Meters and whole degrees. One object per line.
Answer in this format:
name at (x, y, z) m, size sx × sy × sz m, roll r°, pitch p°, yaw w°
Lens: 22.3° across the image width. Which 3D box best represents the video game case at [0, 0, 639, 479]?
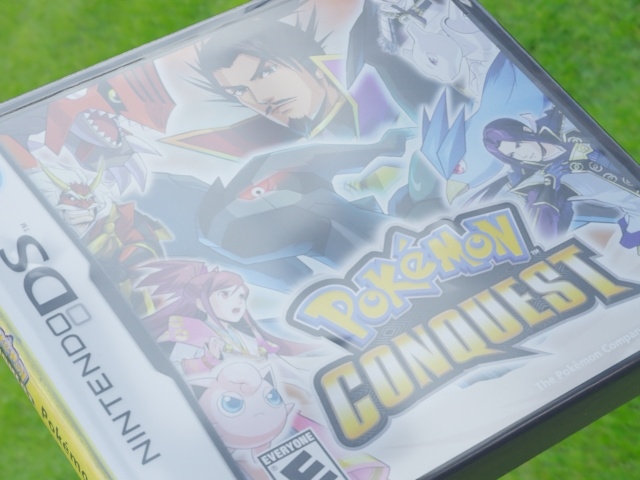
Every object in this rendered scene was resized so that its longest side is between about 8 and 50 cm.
video game case at (0.000, 0.000, 0.674) m, size 0.274 × 0.035 × 0.248 m, roll -26°, pitch 59°, yaw -23°
